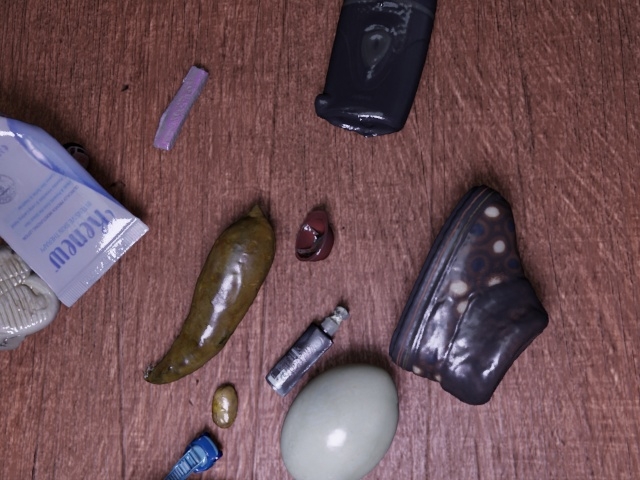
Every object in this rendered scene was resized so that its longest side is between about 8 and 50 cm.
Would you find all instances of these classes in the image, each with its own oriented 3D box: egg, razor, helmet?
[{"bbox_3d":[0.036,0.331,0.996,0.186,0.186,0.253,39,88,12],"label":"egg"},{"bbox_3d":[0.118,-0.390,1.162,0.204,0.113,0.349,14,83,10],"label":"razor"},{"bbox_3d":[0.000,0.000,1.129,0.089,0.057,0.111,1,70,50],"label":"helmet"}]

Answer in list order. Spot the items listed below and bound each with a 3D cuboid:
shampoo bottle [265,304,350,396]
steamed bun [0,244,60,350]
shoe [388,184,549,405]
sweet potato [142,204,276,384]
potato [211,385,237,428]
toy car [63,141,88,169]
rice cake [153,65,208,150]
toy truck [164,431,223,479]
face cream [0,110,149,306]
[{"bbox_3d":[-0.021,0.211,1.089,0.057,0.063,0.208,42,86,1],"label":"shampoo bottle"},{"bbox_3d":[-0.667,0.128,1.144,0.218,0.144,0.211,-29,83,-31],"label":"steamed bun"},{"bbox_3d":[0.301,0.100,1.016,0.237,0.171,0.384,24,84,17],"label":"shoe"},{"bbox_3d":[-0.207,0.126,1.103,0.130,0.130,0.423,31,92,11],"label":"sweet potato"},{"bbox_3d":[-0.190,0.330,1.097,0.051,0.040,0.083,5,81,-5],"label":"potato"},{"bbox_3d":[-0.583,-0.116,1.205,0.209,0.089,0.108,-42,78,0],"label":"toy car"},{"bbox_3d":[-0.311,-0.293,1.233,0.047,0.036,0.207,24,83,20],"label":"rice cake"},{"bbox_3d":[-0.250,0.434,1.079,0.063,0.074,0.136,48,128,14],"label":"toy truck"},{"bbox_3d":[-0.576,-0.093,1.118,0.235,0.137,0.420,-44,94,1],"label":"face cream"}]
